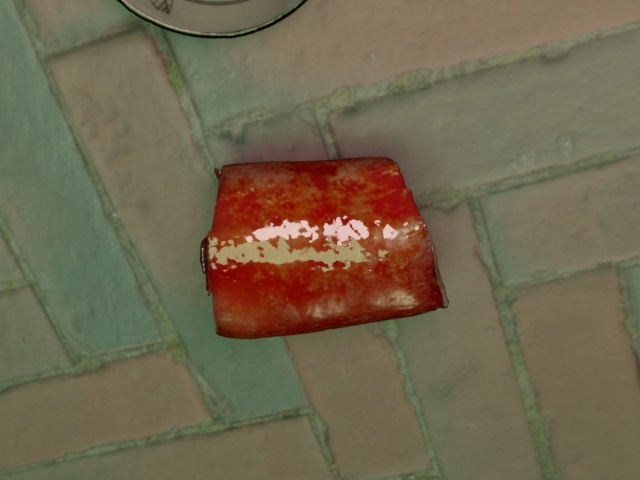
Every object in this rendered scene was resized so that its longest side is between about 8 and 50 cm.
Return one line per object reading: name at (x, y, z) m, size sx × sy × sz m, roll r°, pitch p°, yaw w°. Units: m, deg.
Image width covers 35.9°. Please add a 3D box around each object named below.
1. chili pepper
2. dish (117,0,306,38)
chili pepper at (0.000, 0.000, 1.304) m, size 0.305 × 0.229 × 0.251 m, roll -8°, pitch 117°, yaw -1°
dish at (-0.127, -0.394, 1.126) m, size 0.316 × 0.106 × 0.316 m, roll 1°, pitch 121°, yaw 2°
